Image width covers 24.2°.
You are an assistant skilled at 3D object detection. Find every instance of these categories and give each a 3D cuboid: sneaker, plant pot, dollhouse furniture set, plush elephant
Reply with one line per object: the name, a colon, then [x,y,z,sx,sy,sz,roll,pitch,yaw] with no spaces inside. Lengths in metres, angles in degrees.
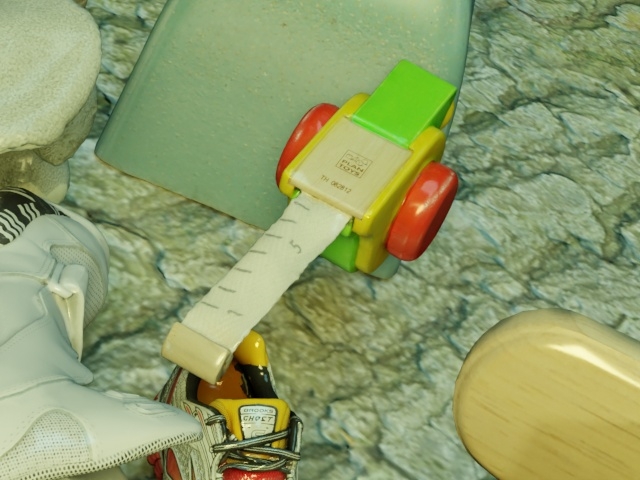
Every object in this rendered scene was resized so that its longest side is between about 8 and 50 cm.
sneaker: [-0.052,0.136,0.830,0.088,0.093,0.225,9,37,-24]
plant pot: [0.004,-0.172,1.147,0.247,0.252,0.247,22,34,-4]
dollhouse furniture set: [-0.044,0.238,0.421,0.256,0.394,0.362,28,33,4]
plush elephant: [-0.262,-0.121,0.860,0.272,0.330,0.255,31,36,-5]
sneaker: [-0.151,0.086,0.743,0.210,0.137,0.366,28,17,12]

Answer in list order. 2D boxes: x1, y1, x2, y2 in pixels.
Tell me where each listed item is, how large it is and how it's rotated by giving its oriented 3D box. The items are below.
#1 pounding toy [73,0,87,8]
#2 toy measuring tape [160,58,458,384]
pounding toy: [-0.261,-0.202,1.154,0.181,0.094,0.206,34,34,14]
toy measuring tape: [0.000,0.000,0.946,0.121,0.121,0.330,32,48,9]
